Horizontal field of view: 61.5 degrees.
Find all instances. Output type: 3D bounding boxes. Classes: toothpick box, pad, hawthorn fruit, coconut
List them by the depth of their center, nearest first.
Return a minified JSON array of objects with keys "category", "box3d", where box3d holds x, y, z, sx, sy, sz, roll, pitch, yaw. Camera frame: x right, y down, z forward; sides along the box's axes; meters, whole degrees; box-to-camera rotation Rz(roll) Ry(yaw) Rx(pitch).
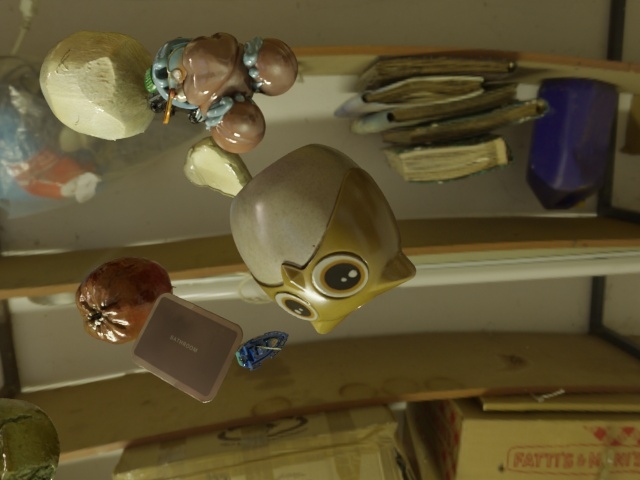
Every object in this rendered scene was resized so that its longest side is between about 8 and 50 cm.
[{"category":"pad","box3d":[-0.300,0.229,1.188,0.266,0.176,0.002,18,167,29]},{"category":"toothpick box","box3d":[0.000,0.000,1.405,0.409,0.425,0.409,-36,177,-2]},{"category":"hawthorn fruit","box3d":[-0.557,0.163,1.539,0.258,0.258,0.262,-1,-139,8]},{"category":"coconut","box3d":[-0.681,-0.494,1.746,0.360,0.346,0.346,16,-165,10]}]

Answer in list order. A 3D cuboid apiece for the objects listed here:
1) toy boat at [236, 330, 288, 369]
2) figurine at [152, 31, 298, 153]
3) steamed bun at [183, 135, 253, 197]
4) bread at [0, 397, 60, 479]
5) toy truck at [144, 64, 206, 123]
[{"category":"toy boat","box3d":[-0.154,0.320,1.596,0.175,0.091,0.110,-24,-166,-38]},{"category":"figurine","box3d":[-0.254,-0.379,1.305,0.248,0.276,0.388,27,180,-31]},{"category":"steamed bun","box3d":[-0.305,-0.228,1.572,0.212,0.231,0.110,5,-126,32]},{"category":"bread","box3d":[-0.554,0.374,0.931,0.257,0.186,0.124,-4,154,39]},{"category":"toy truck","box3d":[-0.415,-0.439,1.632,0.101,0.125,0.242,-12,165,41]}]
